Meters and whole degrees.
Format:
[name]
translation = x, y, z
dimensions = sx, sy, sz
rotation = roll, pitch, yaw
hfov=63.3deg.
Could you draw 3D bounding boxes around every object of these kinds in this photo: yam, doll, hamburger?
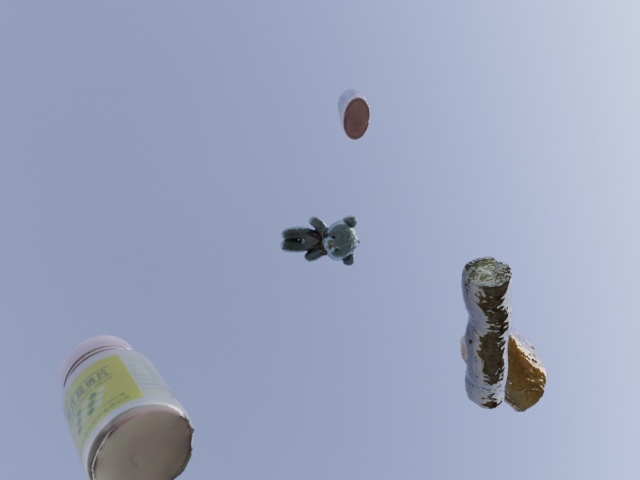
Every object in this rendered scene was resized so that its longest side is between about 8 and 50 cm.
[yam]
translation = 0.207, 0.128, 0.649
dimensions = 0.061, 0.061, 0.253
rotation = -24, -49, -12
[doll]
translation = 0.002, 0.001, 1.187
dimensions = 0.179, 0.075, 0.120
rotation = 0, -77, -11
[hamburger]
translation = 0.514, 0.326, 1.516
dimensions = 0.209, 0.330, 0.162
rotation = 42, -72, -12

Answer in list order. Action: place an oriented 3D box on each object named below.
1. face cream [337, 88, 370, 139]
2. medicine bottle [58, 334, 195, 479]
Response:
[face cream]
translation = 0.068, -0.264, 1.058
dimensions = 0.057, 0.198, 0.084
rotation = 5, -67, -4
[medicine bottle]
translation = -0.440, 0.366, 1.139
dimensions = 0.213, 0.378, 0.214
rotation = -12, -69, -33
